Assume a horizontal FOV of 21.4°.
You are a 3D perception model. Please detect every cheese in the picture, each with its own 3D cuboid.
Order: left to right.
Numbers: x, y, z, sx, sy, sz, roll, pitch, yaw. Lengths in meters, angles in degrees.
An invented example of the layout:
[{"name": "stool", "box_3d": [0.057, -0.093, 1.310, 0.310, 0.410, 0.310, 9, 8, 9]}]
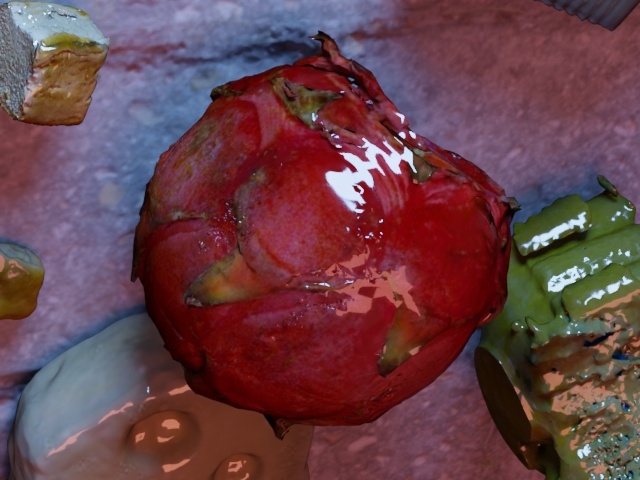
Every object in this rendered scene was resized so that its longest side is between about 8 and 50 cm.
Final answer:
[{"name": "cheese", "box_3d": [-0.136, 0.200, 1.566, 0.326, 0.115, 0.318, -40, 134, 8]}]

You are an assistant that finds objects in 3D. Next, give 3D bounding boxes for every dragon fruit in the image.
[{"name": "dragon fruit", "box_3d": [0.000, 0.000, 1.366, 0.302, 0.295, 0.295, -39, 136, 24]}]

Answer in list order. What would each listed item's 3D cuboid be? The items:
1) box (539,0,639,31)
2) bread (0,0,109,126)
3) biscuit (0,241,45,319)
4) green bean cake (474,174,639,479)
[{"name": "box", "box_3d": [0.200, -0.286, 1.343, 0.274, 0.138, 0.178, 16, 123, -34]}, {"name": "bread", "box_3d": [-0.209, -0.136, 1.282, 0.070, 0.076, 0.083, -3, 128, -41]}, {"name": "biscuit", "box_3d": [-0.300, -0.007, 1.360, 0.174, 0.039, 0.183, -1, 127, -26]}, {"name": "green bean cake", "box_3d": [0.268, 0.140, 1.616, 0.202, 0.285, 0.310, -23, 132, -3]}]
